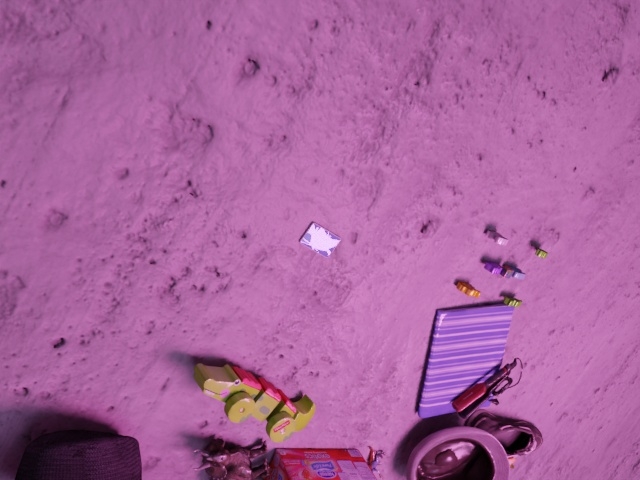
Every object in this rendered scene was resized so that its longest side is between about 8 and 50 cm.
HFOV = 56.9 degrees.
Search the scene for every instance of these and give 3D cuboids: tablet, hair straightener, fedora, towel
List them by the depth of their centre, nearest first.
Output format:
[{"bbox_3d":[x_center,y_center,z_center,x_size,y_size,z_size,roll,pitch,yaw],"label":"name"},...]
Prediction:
[{"bbox_3d":[-0.465,0.457,1.159,0.334,0.334,0.152,9,77,-28],"label":"fedora"},{"bbox_3d":[0.000,0.000,1.266,0.083,0.006,0.054,30,99,-32],"label":"tablet"},{"bbox_3d":[0.388,0.323,1.594,0.244,0.040,0.335,-3,113,-22],"label":"towel"},{"bbox_3d":[0.467,0.408,1.621,0.230,0.047,0.089,-40,121,-7],"label":"hair straightener"},{"bbox_3d":[0.372,0.614,1.642,0.276,0.124,0.243,-29,95,6],"label":"fedora"}]

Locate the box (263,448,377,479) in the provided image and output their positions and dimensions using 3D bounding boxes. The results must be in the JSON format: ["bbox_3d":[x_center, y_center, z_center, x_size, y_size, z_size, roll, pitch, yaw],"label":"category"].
[{"bbox_3d":[-0.001,0.616,1.496,0.257,0.128,0.122,12,108,-30],"label":"box"}]

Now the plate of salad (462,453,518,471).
[{"bbox_3d":[0.496,0.680,1.758,0.200,0.048,0.199,-14,152,-8],"label":"plate of salad"}]

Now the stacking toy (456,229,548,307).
[{"bbox_3d":[0.464,0.075,1.496,0.221,0.052,0.166,14,109,-32],"label":"stacking toy"}]

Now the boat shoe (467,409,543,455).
[{"bbox_3d":[0.573,0.598,1.771,0.335,0.095,0.112,26,101,-32],"label":"boat shoe"}]

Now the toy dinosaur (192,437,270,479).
[{"bbox_3d":[-0.200,0.566,1.406,0.161,0.121,0.313,-6,123,-5],"label":"toy dinosaur"}]

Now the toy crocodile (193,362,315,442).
[{"bbox_3d":[-0.141,0.349,1.310,0.341,0.115,0.105,39,89,-36],"label":"toy crocodile"}]

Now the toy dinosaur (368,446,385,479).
[{"bbox_3d":[0.145,0.613,1.628,0.090,0.047,0.082,40,105,-1],"label":"toy dinosaur"}]
